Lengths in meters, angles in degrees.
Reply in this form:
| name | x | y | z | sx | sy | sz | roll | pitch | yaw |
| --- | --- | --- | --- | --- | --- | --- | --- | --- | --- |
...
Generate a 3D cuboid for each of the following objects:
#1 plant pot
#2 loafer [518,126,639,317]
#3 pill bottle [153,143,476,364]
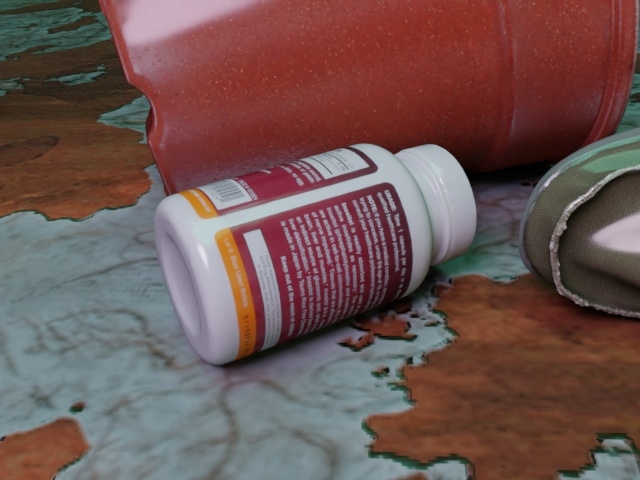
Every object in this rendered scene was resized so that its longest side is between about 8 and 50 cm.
| name | x | y | z | sx | sy | sz | roll | pitch | yaw |
| --- | --- | --- | --- | --- | --- | --- | --- | --- | --- |
| plant pot | 0.009 | -0.141 | 0.501 | 0.265 | 0.272 | 0.272 | -17 | 30 | -5 |
| loafer | 0.219 | 0.001 | 0.348 | 0.251 | 0.094 | 0.087 | 0 | 24 | 10 |
| pill bottle | 0.000 | 0.000 | 0.396 | 0.152 | 0.086 | 0.086 | -17 | 31 | -22 |
